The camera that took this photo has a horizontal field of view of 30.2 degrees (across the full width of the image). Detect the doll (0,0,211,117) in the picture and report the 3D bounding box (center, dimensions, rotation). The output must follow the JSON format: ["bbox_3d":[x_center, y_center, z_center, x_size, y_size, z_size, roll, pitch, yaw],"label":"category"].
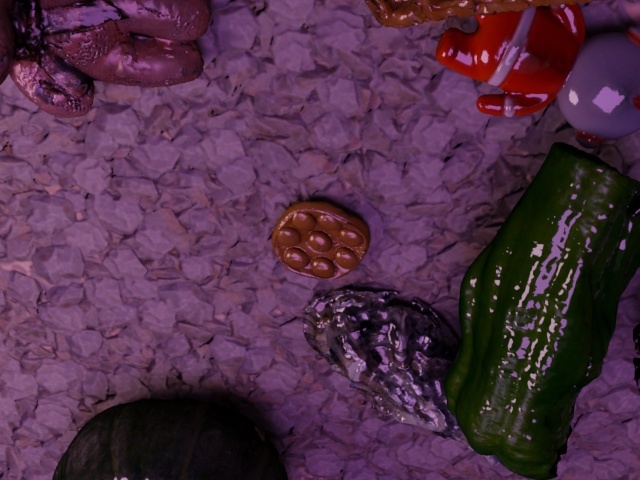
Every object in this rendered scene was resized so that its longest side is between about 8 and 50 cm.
[{"bbox_3d":[-0.256,-0.192,1.104,0.303,0.156,0.201,5,121,-5],"label":"doll"}]

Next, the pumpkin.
[{"bbox_3d":[-0.184,0.330,1.453,0.300,0.207,0.300,3,118,5],"label":"pumpkin"}]

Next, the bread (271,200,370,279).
[{"bbox_3d":[0.000,0.000,1.303,0.110,0.024,0.110,3,128,4],"label":"bread"}]

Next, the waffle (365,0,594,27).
[{"bbox_3d":[0.144,-0.287,0.961,0.308,0.091,0.213,-1,137,37],"label":"waffle"}]

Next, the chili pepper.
[{"bbox_3d":[0.231,0.065,1.231,0.167,0.213,0.385,24,121,14],"label":"chili pepper"}]

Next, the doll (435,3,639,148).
[{"bbox_3d":[0.236,-0.165,1.125,0.245,0.076,0.142,21,107,-7],"label":"doll"}]

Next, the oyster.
[{"bbox_3d":[0.093,0.157,1.395,0.199,0.087,0.252,-12,113,13],"label":"oyster"}]

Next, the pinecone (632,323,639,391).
[{"bbox_3d":[0.429,0.123,1.252,0.221,0.221,0.222,2,127,3],"label":"pinecone"}]
